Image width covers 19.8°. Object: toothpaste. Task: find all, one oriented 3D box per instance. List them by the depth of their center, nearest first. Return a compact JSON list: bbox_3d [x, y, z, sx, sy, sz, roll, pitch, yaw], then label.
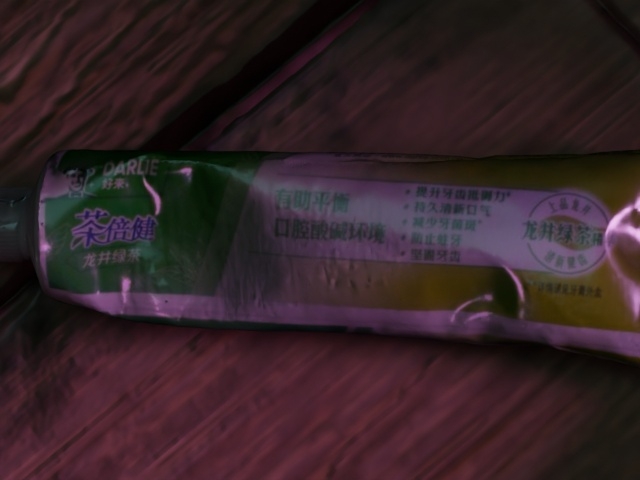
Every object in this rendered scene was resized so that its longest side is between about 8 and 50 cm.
[{"bbox_3d":[0.000,0.000,0.593,0.248,0.047,0.078,2,77,13],"label":"toothpaste"}]
